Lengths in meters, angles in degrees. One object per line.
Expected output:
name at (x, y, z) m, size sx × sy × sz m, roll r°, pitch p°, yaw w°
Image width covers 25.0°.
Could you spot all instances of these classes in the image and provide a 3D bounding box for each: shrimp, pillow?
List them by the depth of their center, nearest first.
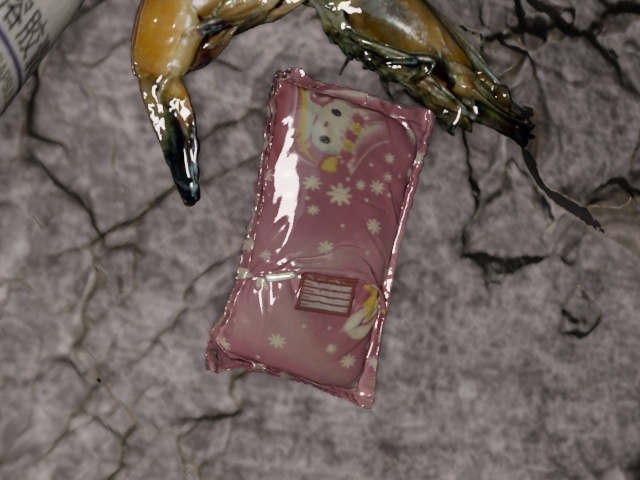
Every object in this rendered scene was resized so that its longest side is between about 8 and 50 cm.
pillow at (0.000, 0.000, 0.833) m, size 0.118 × 0.043 × 0.185 m, roll 12°, pitch 94°, yaw -28°
shrimp at (0.002, -0.082, 0.864) m, size 0.262 × 0.051 × 0.198 m, roll 35°, pitch 77°, yaw -20°

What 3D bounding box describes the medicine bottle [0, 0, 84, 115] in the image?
medicine bottle at (-0.207, -0.141, 0.674) m, size 0.190 × 0.190 × 0.332 m, roll 38°, pitch 69°, yaw -19°
